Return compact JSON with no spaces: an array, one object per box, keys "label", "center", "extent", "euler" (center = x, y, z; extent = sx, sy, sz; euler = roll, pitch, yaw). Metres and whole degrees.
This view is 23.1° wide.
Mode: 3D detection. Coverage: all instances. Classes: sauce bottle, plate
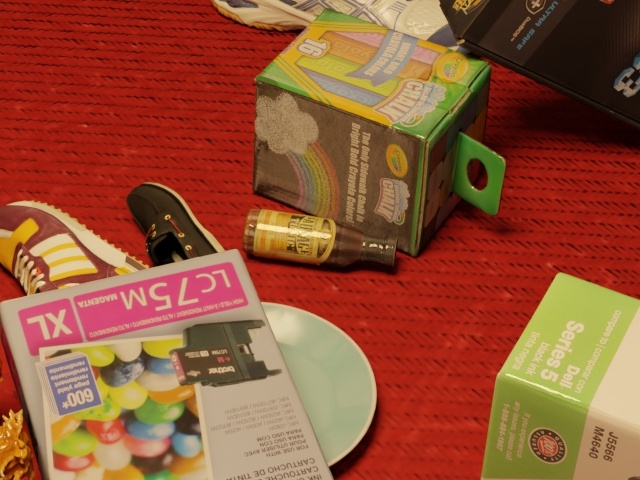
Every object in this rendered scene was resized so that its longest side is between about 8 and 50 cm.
[{"label":"sauce bottle","center":[0.000,0.000,1.306],"extent":[0.128,0.042,0.042],"euler":[6,42,6]},{"label":"plate","center":[-0.052,0.119,1.184],"extent":[0.188,0.024,0.188],"euler":[2,42,-2]}]

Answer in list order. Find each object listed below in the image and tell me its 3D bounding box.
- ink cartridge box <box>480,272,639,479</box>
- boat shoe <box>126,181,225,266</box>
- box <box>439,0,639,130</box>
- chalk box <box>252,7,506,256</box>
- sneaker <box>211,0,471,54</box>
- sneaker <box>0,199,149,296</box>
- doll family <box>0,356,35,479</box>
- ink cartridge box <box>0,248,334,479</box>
[{"label":"ink cartridge box","center":[0.249,0.165,1.016],"extent":[0.273,0.198,0.115],"euler":[20,45,19]},{"label":"boat shoe","center":[-0.124,-0.003,1.297],"extent":[0.042,0.049,0.133],"euler":[-19,50,-34]},{"label":"box","center":[0.302,-0.241,1.327],"extent":[0.293,0.295,0.073],"euler":[21,31,-29]},{"label":"chalk box","center":[0.065,-0.088,1.342],"extent":[0.213,0.132,0.132],"euler":[22,45,19]},{"label":"sneaker","center":[0.027,-0.261,1.535],"extent":[0.297,0.131,0.112],"euler":[13,41,10]},{"label":"sneaker","center":[-0.212,0.030,1.241],"extent":[0.186,0.069,0.084],"euler":[24,41,23]},{"label":"doll family","center":[-0.284,0.141,1.074],"extent":[0.163,0.118,0.263],"euler":[-9,43,-14]},{"label":"ink cartridge box","center":[-0.096,0.155,1.078],"extent":[0.186,0.065,0.311],"euler":[-13,56,-16]}]
